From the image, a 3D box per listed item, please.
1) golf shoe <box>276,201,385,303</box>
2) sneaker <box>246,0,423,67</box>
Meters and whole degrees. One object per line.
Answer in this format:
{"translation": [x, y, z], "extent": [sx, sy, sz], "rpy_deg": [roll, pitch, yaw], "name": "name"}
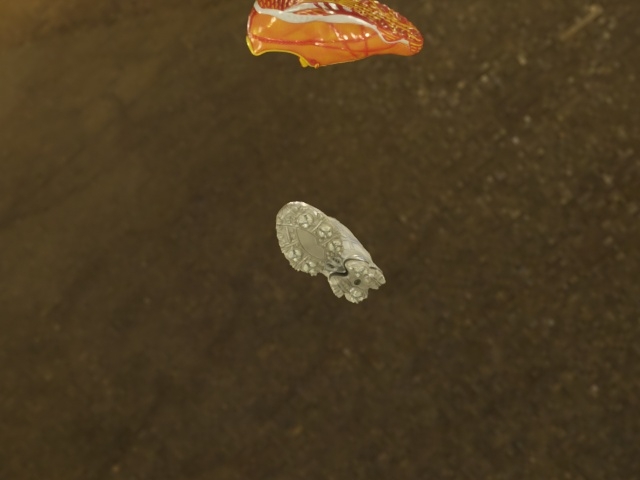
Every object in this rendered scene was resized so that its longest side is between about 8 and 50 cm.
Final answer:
{"translation": [0.000, 0.000, 1.779], "extent": [0.069, 0.176, 0.086], "rpy_deg": [-34, 43, 12], "name": "golf shoe"}
{"translation": [0.012, -0.193, 1.461], "extent": [0.064, 0.175, 0.067], "rpy_deg": [-107, 30, -47], "name": "sneaker"}
